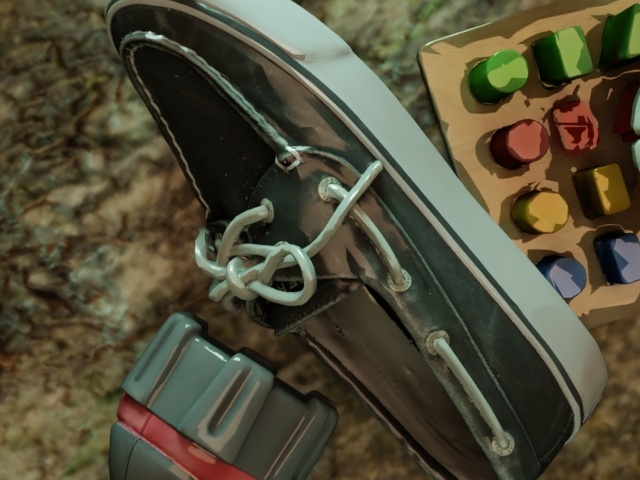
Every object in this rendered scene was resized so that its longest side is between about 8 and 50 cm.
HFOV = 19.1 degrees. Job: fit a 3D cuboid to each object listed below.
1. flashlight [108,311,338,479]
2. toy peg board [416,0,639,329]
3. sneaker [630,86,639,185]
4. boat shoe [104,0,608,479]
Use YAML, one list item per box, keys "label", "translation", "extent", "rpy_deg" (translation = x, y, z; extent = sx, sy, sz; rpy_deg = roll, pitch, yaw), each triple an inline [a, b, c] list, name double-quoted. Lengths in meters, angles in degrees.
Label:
- label: "flashlight"
  translation: [-0.108, 0.184, 0.897]
  extent: [0.103, 0.103, 0.304]
  rpy_deg: [33, 88, -3]
- label: "toy peg board"
  translation: [0.149, -0.045, 0.923]
  extent: [0.161, 0.079, 0.160]
  rpy_deg: [-18, 90, -2]
- label: "sneaker"
  translation: [0.272, -0.089, 0.868]
  extent: [0.283, 0.122, 0.110]
  rpy_deg: [-43, 118, -28]
- label: "boat shoe"
  translation: [-0.002, 0.002, 0.891]
  extent: [0.306, 0.113, 0.105]
  rpy_deg: [49, 56, -10]
